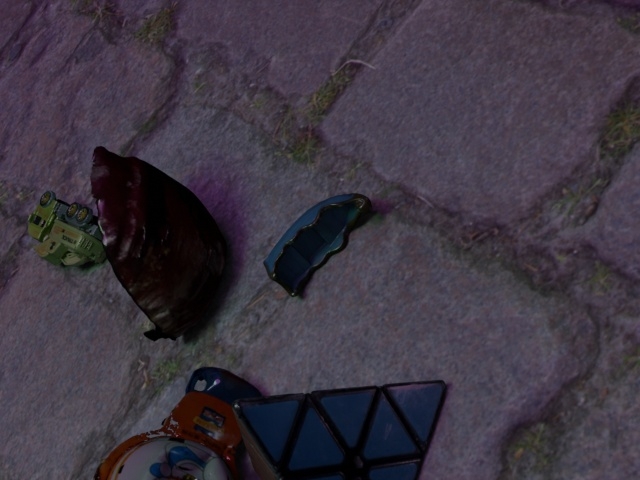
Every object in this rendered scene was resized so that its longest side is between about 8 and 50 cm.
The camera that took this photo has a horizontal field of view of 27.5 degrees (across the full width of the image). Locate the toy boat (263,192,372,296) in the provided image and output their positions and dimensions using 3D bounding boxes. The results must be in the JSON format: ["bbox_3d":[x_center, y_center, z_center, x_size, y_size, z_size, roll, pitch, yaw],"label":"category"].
[{"bbox_3d":[0.000,0.000,1.929,0.185,0.075,0.077,-47,37,-5],"label":"toy boat"}]

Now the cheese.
[{"bbox_3d":[-0.185,0.316,1.785,0.329,0.217,0.129,-63,3,-38],"label":"cheese"}]

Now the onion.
[{"bbox_3d":[-0.247,-0.020,2.033,0.146,0.280,0.314,-19,47,11],"label":"onion"}]

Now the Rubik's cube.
[{"bbox_3d":[0.006,0.286,1.649,0.233,0.228,0.229,-52,-22,-64],"label":"Rubik's cube"}]

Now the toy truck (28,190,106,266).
[{"bbox_3d":[-0.446,-0.008,2.324,0.191,0.085,0.116,20,79,45],"label":"toy truck"}]

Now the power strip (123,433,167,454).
[{"bbox_3d":[-0.251,0.373,1.883,0.137,0.044,0.216,-21,48,28],"label":"power strip"}]
